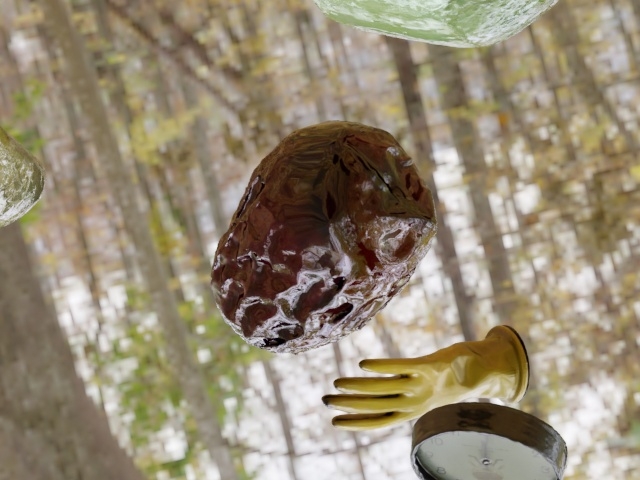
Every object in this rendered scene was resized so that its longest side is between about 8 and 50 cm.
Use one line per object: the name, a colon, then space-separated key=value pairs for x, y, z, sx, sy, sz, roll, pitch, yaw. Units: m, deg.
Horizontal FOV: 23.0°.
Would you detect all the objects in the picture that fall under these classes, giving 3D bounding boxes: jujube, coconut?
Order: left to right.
jujube: x=0.000 y=0.000 z=2.119 sx=0.258 sy=0.258 sz=0.376 roll=-15 pitch=155 yaw=-33
coconut: x=0.108 y=-0.338 z=1.609 sx=0.329 sy=0.281 sz=0.328 roll=-7 pitch=-143 yaw=6

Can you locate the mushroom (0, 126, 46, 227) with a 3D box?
mushroom: x=-0.389 y=-0.042 z=1.445 sx=0.217 sy=0.212 sz=0.292 roll=-56 pitch=-158 yaw=-4

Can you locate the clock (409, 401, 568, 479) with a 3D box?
clock: x=0.192 y=0.252 z=1.811 sx=0.185 sy=0.184 sz=0.040 roll=-11 pitch=-134 yaw=30

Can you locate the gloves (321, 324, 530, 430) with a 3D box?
gloves: x=0.141 y=0.197 z=2.227 sx=0.294 sy=0.133 sz=0.116 roll=-8 pitch=-145 yaw=-22
